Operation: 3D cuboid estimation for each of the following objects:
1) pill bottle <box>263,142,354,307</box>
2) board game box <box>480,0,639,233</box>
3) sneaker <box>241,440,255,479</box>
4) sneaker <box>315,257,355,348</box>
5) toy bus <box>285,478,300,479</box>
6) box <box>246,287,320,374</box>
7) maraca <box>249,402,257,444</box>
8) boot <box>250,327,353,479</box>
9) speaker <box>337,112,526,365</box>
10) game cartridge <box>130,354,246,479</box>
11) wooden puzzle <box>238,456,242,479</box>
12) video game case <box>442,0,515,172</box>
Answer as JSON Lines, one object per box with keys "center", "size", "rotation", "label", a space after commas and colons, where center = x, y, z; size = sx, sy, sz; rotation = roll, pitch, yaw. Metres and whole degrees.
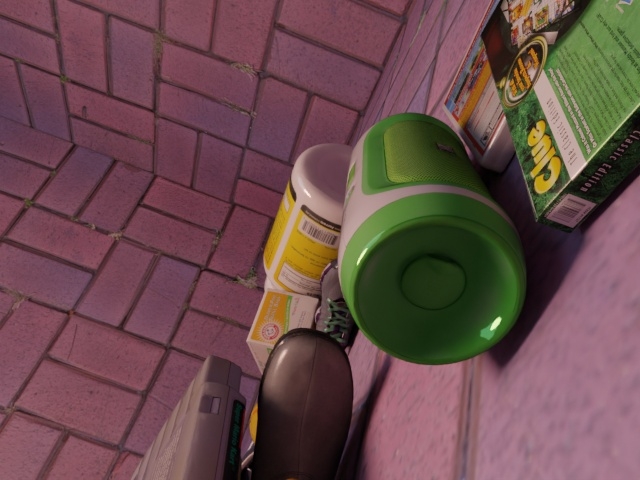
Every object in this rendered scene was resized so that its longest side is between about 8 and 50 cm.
{"center": [0.000, 0.000, 0.992], "size": [0.188, 0.188, 0.334], "rotation": [-74, 6, -45], "label": "pill bottle"}
{"center": [0.169, -0.140, 0.356], "size": [0.259, 0.030, 0.136], "rotation": [-83, 17, -45], "label": "board game box"}
{"center": [-0.135, 0.491, 0.977], "size": [0.153, 0.099, 0.282], "rotation": [119, 173, -76], "label": "sneaker"}
{"center": [0.035, 0.120, 0.831], "size": [0.223, 0.083, 0.098], "rotation": [98, 177, -53], "label": "sneaker"}
{"center": [-0.032, 0.337, 0.322], "size": [0.130, 0.108, 0.332], "rotation": [112, 176, -53], "label": "toy bus"}
{"center": [-0.058, 0.191, 1.001], "size": [0.203, 0.103, 0.114], "rotation": [83, -159, -56], "label": "box"}
{"center": [-0.061, 0.313, 0.934], "size": [0.186, 0.099, 0.127], "rotation": [18, -89, -69], "label": "maraca"}
{"center": [-0.021, 0.278, 0.538], "size": [0.223, 0.118, 0.338], "rotation": [-121, 38, -81], "label": "boot"}
{"center": [0.083, -0.026, 0.456], "size": [0.296, 0.131, 0.131], "rotation": [-79, 10, -65], "label": "speaker"}
{"center": [-0.152, 0.294, 0.495], "size": [0.230, 0.068, 0.355], "rotation": [-52, 17, 17], "label": "game cartridge"}
{"center": [-0.141, 0.459, 0.566], "size": [0.322, 0.081, 0.347], "rotation": [-96, 12, -59], "label": "wooden puzzle"}
{"center": [0.198, -0.205, 0.554], "size": [0.285, 0.025, 0.204], "rotation": [-79, 10, -65], "label": "video game case"}
